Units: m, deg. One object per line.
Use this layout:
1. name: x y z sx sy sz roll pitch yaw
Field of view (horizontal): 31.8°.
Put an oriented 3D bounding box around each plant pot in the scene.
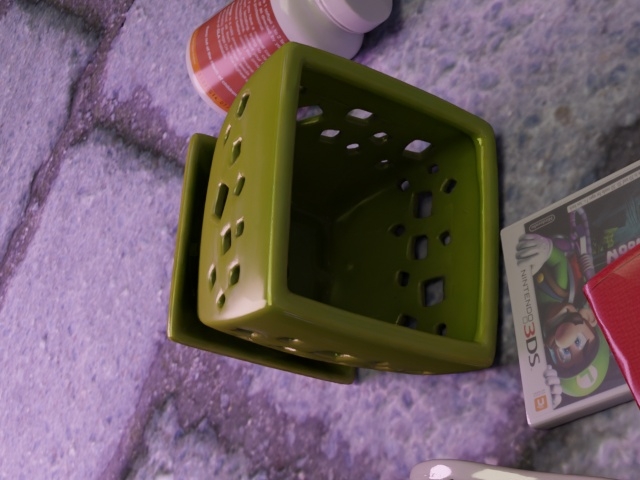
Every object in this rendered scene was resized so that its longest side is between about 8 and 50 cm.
1. plant pot: 0.000 0.000 0.954 0.207 0.227 0.228 -25 55 49

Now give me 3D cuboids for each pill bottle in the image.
1. pill bottle: -0.033 -0.219 1.175 0.216 0.121 0.121 -26 53 41

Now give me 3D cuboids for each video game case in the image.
1. video game case: 0.221 0.032 0.829 0.190 0.022 0.173 -29 52 38

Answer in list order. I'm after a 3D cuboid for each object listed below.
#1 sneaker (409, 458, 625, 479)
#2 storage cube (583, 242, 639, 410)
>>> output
1. sneaker: 0.138 0.222 0.785 0.217 0.079 0.121 -6 66 47
2. storage cube: 0.285 0.074 0.575 0.184 0.215 0.193 -40 47 28
